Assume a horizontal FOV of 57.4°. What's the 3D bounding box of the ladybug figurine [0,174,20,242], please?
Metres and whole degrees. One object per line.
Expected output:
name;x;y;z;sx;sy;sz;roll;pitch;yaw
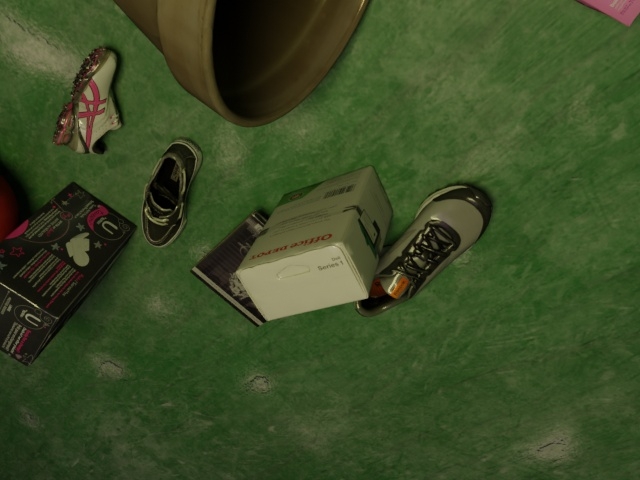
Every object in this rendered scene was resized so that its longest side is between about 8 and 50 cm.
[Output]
ladybug figurine;-0.670;-0.019;1.016;0.449;0.162;0.305;-15;94;33

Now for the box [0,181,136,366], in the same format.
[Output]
box;-0.447;0.053;0.973;0.142;0.247;0.163;37;126;-10

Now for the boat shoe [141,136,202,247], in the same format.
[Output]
boat shoe;-0.255;-0.065;0.946;0.077;0.070;0.219;26;126;-1

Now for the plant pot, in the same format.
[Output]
plant pot;-0.115;-0.329;0.609;0.280;0.323;0.323;34;128;14

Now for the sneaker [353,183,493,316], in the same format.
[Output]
sneaker;0.147;0.027;0.864;0.100;0.108;0.271;39;124;-8

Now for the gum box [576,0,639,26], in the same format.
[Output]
gum box;0.324;-0.326;0.598;0.107;0.062;0.188;28;126;-3

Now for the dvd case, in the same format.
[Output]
dvd case;-0.108;0.057;0.996;0.164;0.018;0.221;42;134;-13

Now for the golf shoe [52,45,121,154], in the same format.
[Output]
golf shoe;-0.338;-0.209;0.886;0.085;0.068;0.186;18;131;-30

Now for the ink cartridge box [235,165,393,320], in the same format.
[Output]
ink cartridge box;0.000;0.000;0.819;0.160;0.219;0.093;-16;117;26
